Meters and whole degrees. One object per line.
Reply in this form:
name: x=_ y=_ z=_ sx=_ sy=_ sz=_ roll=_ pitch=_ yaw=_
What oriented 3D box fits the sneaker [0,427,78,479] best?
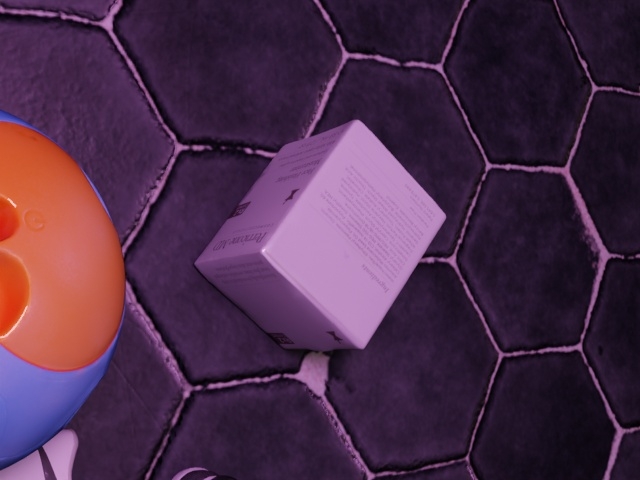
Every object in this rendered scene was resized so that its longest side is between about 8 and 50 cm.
sneaker: x=-0.199 y=0.321 z=0.783 sx=0.146 sy=0.122 sz=0.331 roll=-27 pitch=100 yaw=-30

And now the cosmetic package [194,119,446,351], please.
cosmetic package: x=0.000 y=0.000 z=0.930 sx=0.151 sy=0.151 sz=0.184 roll=45 pitch=62 yaw=-20

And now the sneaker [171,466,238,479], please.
sneaker: x=-0.108 y=0.333 z=0.841 sx=0.079 sy=0.121 sz=0.217 roll=4 pitch=83 yaw=-31

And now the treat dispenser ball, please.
treat dispenser ball: x=-0.290 y=0.036 z=0.658 sx=0.288 sy=0.288 sz=0.288 roll=4 pitch=82 yaw=-32
